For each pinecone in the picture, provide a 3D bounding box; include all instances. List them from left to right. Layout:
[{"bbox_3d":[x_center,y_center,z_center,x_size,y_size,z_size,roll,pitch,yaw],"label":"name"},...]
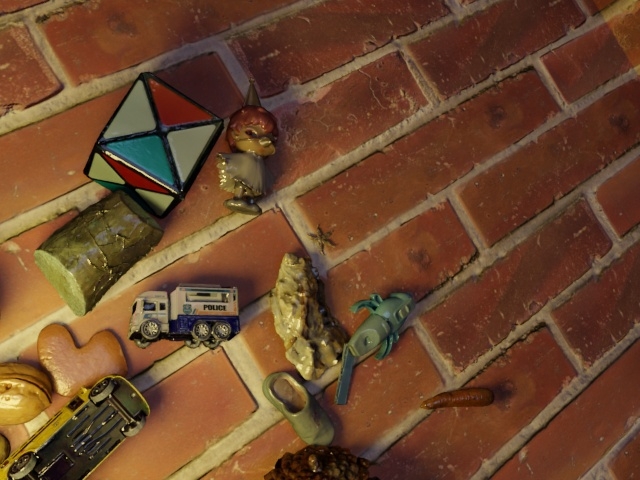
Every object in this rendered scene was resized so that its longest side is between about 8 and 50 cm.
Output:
[{"bbox_3d":[0.015,0.662,1.705,0.298,0.242,0.296,-10,82,-4],"label":"pinecone"}]

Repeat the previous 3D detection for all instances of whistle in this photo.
[{"bbox_3d":[0.177,0.231,1.958,0.274,0.093,0.186,-38,112,-33],"label":"whistle"}]

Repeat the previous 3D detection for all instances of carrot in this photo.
[{"bbox_3d":[0.403,0.467,2.026,0.247,0.059,0.059,-1,77,-20],"label":"carrot"}]

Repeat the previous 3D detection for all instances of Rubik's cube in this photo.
[{"bbox_3d":[-0.424,-0.234,1.753,0.250,0.248,0.247,30,68,-14],"label":"Rubik's cube"}]

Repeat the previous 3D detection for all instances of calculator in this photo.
[{"bbox_3d":[0.068,0.368,1.907,0.057,0.018,0.172,24,73,-52],"label":"calculator"}]

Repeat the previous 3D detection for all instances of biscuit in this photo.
[{"bbox_3d":[-0.579,0.276,1.672,0.192,0.036,0.186,-16,82,-26],"label":"biscuit"}]

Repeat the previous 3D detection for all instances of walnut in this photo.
[{"bbox_3d":[-0.695,0.345,1.552,0.180,0.144,0.144,10,73,-11],"label":"walnut"}]

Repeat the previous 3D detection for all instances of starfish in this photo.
[{"bbox_3d":[0.000,0.000,1.999,0.086,0.016,0.092,-2,80,-21],"label":"starfish"}]

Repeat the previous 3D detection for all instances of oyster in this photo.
[{"bbox_3d":[-0.037,0.200,1.883,0.201,0.107,0.355,-21,85,-30],"label":"oyster"}]

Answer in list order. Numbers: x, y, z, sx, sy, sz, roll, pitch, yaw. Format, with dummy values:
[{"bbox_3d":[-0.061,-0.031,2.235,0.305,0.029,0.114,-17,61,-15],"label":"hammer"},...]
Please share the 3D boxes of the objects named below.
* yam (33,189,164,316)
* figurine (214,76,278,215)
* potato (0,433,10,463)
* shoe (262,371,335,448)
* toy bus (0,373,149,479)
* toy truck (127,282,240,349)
[{"bbox_3d":[-0.532,0.017,1.680,0.202,0.201,0.271,49,58,-6],"label":"yam"},{"bbox_3d":[-0.185,-0.263,1.907,0.207,0.166,0.387,19,72,-35],"label":"figurine"},{"bbox_3d":[-0.730,0.460,1.524,0.066,0.103,0.096,-42,96,-23],"label":"potato"},{"bbox_3d":[-0.048,0.446,1.816,0.251,0.100,0.103,46,64,-3],"label":"shoe"},{"bbox_3d":[-0.559,0.449,1.564,0.331,0.151,0.145,-45,116,-24],"label":"toy bus"},{"bbox_3d":[-0.347,0.188,1.746,0.267,0.124,0.156,5,68,-24],"label":"toy truck"}]
